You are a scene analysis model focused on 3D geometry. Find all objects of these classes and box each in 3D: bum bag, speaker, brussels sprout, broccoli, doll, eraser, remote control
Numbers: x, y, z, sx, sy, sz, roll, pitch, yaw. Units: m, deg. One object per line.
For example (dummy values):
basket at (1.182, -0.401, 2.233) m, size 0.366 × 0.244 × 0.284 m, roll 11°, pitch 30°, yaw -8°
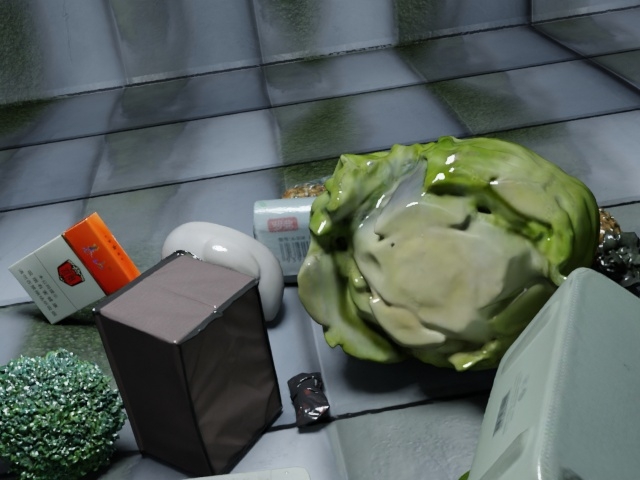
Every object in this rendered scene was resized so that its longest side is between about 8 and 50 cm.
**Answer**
bum bag at (-0.018, 0.231, 1.184) m, size 0.058 × 0.034 × 0.124 m, roll -24°, pitch 28°, yaw -1°
speaker at (0.281, 0.224, 0.891) m, size 0.183 × 0.184 × 0.406 m, roll 33°, pitch 37°, yaw 1°
brussels sprout at (0.201, 0.011, 1.239) m, size 0.426 × 0.342 × 0.361 m, roll 5°, pitch 8°, yaw 15°
broccoli at (-0.393, 0.251, 1.139) m, size 0.194 × 0.220 × 0.194 m, roll -46°, pitch 15°, yaw 16°
doll at (-0.192, 0.089, 1.374) m, size 0.251 × 0.221 × 0.221 m, roll 19°, pitch 27°, yaw -8°
eraser at (0.000, 0.000, 1.471) m, size 0.227 × 0.174 × 0.081 m, roll -4°, pitch 34°, yaw 7°
remote control at (-0.104, 0.316, 0.974) m, size 0.190 × 0.029 × 0.087 m, roll -7°, pitch 18°, yaw -2°

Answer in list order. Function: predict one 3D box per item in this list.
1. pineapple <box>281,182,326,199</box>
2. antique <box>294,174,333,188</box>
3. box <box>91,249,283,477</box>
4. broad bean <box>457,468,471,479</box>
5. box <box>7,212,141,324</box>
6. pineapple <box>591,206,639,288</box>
pineapple at (0.077, -0.048, 1.572) m, size 0.310 × 0.170 × 0.141 m, roll -2°, pitch 59°, yaw 3°
antique at (0.046, -0.091, 1.726) m, size 0.183 × 0.086 × 0.088 m, roll -18°, pitch 30°, yaw -18°
box at (-0.170, 0.171, 1.103) m, size 0.153 × 0.252 × 0.188 m, roll 11°, pitch 32°, yaw 31°
broad bean at (0.185, 0.328, 0.925) m, size 0.098 × 0.056 × 0.318 m, roll 28°, pitch 42°, yaw 6°
box at (-0.440, 0.055, 1.424) m, size 0.245 × 0.139 × 0.035 m, roll -24°, pitch 16°, yaw 34°
pineapple at (0.504, 0.025, 1.377) m, size 0.125 × 0.125 × 0.251 m, roll -22°, pitch 40°, yaw -24°
